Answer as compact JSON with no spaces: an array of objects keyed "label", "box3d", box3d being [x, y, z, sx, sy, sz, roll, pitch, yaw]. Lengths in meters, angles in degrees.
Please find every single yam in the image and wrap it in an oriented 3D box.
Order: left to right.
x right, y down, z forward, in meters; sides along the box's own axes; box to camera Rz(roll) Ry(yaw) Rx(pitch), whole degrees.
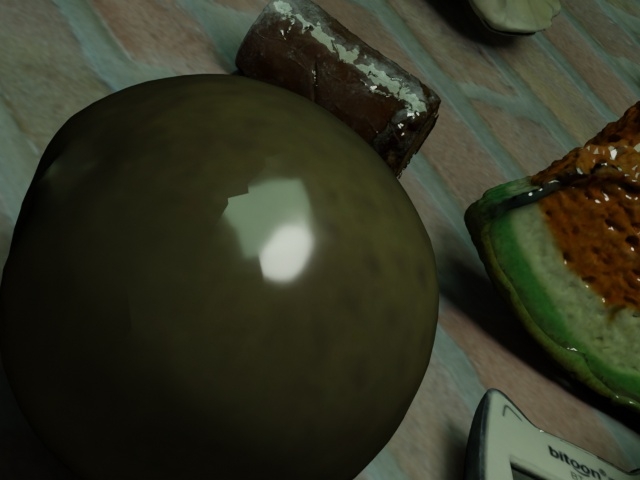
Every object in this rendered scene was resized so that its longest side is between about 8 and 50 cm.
[{"label":"yam","box3d":[0.015,-0.109,1.228,0.141,0.079,0.079,37,23,6]}]

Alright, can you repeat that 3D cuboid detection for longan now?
[{"label":"longan","box3d":[-0.045,0.026,0.763,0.196,0.196,0.220,32,15,-12]}]

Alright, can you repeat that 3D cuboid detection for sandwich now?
[{"label":"sandwich","box3d":[0.228,0.013,1.174,0.292,0.212,0.109,17,13,-12]}]

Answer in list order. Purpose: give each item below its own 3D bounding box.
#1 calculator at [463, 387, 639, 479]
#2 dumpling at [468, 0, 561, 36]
[{"label":"calculator","box3d":[0.153,0.195,0.916,0.177,0.040,0.268,28,26,-21]},{"label":"dumpling","box3d":[0.141,-0.371,1.714,0.315,0.233,0.395,1,56,-58]}]
